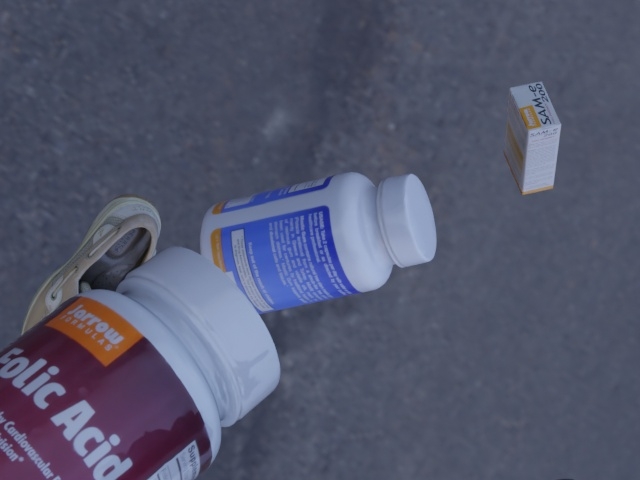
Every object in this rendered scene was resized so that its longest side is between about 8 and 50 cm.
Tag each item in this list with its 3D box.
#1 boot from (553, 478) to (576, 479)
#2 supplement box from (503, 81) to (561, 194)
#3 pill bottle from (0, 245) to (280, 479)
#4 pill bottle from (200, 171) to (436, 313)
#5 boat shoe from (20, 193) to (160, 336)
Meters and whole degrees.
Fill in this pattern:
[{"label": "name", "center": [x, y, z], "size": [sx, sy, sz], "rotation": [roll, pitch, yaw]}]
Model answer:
[{"label": "boot", "center": [0.094, 0.388, 1.635], "size": [0.377, 0.138, 0.284], "rotation": [-48, -170, -23]}, {"label": "supplement box", "center": [0.211, -0.102, 1.673], "size": [0.036, 0.062, 0.098], "rotation": [-12, 143, -7]}, {"label": "pill bottle", "center": [-0.240, 0.190, 1.656], "size": [0.392, 0.224, 0.224], "rotation": [-39, 143, -27]}, {"label": "pill bottle", "center": [0.000, 0.000, 2.098], "size": [0.152, 0.272, 0.152], "rotation": [-12, 90, -70]}, {"label": "boat shoe", "center": [-0.310, 0.080, 2.242], "size": [0.109, 0.098, 0.302], "rotation": [30, 105, -22]}]
